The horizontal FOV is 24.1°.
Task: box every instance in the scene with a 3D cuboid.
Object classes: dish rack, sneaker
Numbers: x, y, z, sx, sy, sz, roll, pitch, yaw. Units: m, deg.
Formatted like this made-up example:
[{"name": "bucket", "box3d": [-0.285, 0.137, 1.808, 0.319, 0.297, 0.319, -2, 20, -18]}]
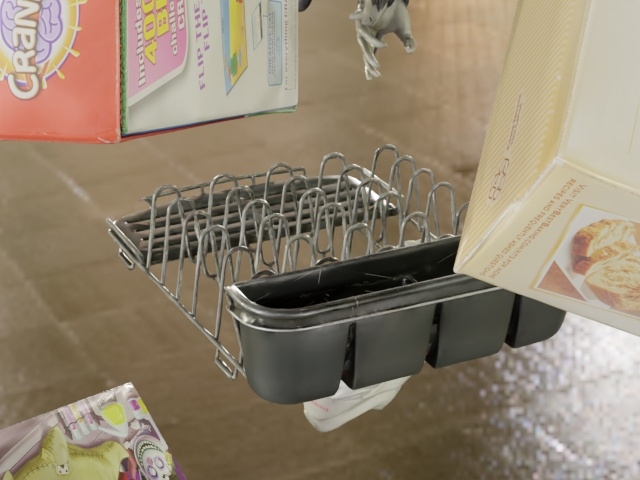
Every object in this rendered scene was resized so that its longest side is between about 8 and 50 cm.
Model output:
[{"name": "dish rack", "box3d": [0.000, 0.000, 0.879, 0.208, 0.074, 0.271, -10, 27, -26]}, {"name": "sneaker", "box3d": [0.059, 0.080, 1.266, 0.232, 0.115, 0.090, -29, 63, -37]}]

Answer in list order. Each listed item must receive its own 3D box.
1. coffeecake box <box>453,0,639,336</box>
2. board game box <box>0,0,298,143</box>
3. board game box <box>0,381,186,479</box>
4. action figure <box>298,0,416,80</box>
[{"name": "coffeecake box", "box3d": [0.144, -0.034, 0.389, 0.186, 0.068, 0.142, 20, 63, -7]}, {"name": "board game box", "box3d": [-0.069, -0.170, 0.654, 0.064, 0.242, 0.316, 2, 7, 10]}, {"name": "board game box", "box3d": [-0.187, 0.228, 1.055, 0.056, 0.208, 0.347, -29, -5, 24]}, {"name": "action figure", "box3d": [-0.001, -0.173, 0.987, 0.164, 0.140, 0.276, 4, 5, -31]}]
